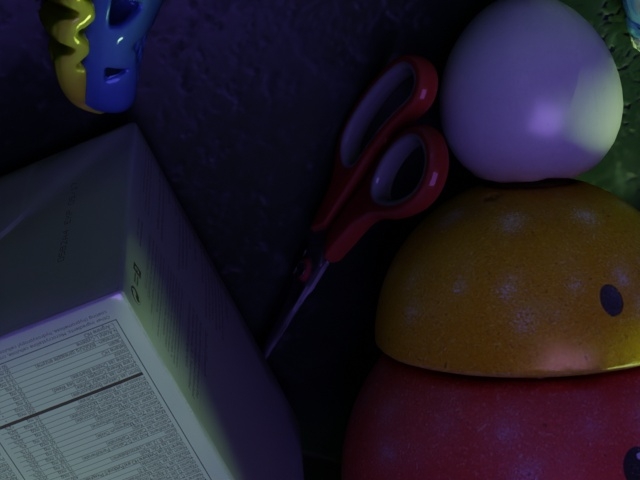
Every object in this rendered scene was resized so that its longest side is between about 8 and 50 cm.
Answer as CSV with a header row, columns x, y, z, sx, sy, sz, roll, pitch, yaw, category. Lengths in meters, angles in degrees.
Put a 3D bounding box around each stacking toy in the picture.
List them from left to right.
x,y,z,sx,sy,sz,roll,pitch,yaw,category
0.136,0.083,0.954,0.350,0.350,0.480,-7,101,-11,stacking toy

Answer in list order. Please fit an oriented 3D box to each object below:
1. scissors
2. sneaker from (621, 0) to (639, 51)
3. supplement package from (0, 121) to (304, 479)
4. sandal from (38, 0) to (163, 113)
x,y,z,sx,sy,sz,roll,pitch,yaw,category
0.000,0.000,0.988,0.021,0.109,0.297,9,138,-32,scissors
0.269,-0.187,0.953,0.162,0.063,0.073,-31,116,2,sneaker
-0.146,0.111,0.896,0.198,0.199,0.263,-21,120,8,supplement package
-0.079,-0.216,0.817,0.138,0.126,0.317,8,115,-23,sandal
